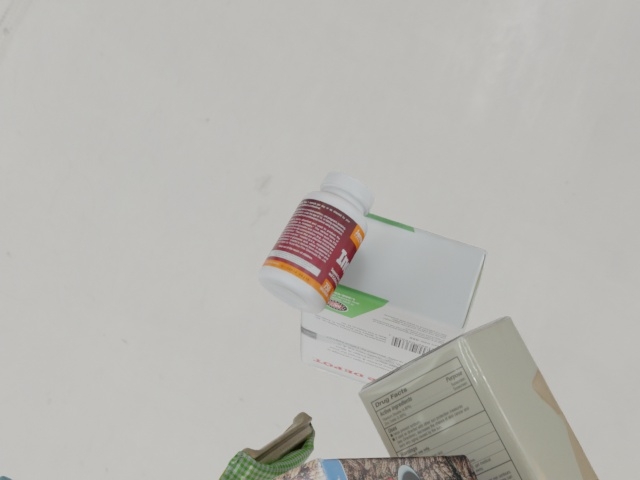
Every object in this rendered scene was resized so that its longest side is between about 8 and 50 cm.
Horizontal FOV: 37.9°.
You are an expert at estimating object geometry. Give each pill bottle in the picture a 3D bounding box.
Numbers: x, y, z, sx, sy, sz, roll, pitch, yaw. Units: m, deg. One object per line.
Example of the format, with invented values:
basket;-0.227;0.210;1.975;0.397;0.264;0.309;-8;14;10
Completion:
pill bottle;0.000;0.000;1.065;0.086;0.086;0.152;33;71;-8

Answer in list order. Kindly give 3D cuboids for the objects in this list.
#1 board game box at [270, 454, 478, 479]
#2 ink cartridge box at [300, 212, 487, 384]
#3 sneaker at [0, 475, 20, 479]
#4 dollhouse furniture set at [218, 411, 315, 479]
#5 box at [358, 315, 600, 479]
board game box;0.048;0.293;0.690;0.141;0.291;0.232;-30;68;19
ink cartridge box;0.087;0.096;1.261;0.211;0.289;0.122;18;63;7
sneaker;-0.408;0.376;1.232;0.087;0.228;0.092;-34;100;-22
dollhouse furniture set;-0.080;0.303;0.832;0.151;0.301;0.197;47;109;12
box;0.183;0.247;0.920;0.121;0.148;0.311;-10;71;-54
